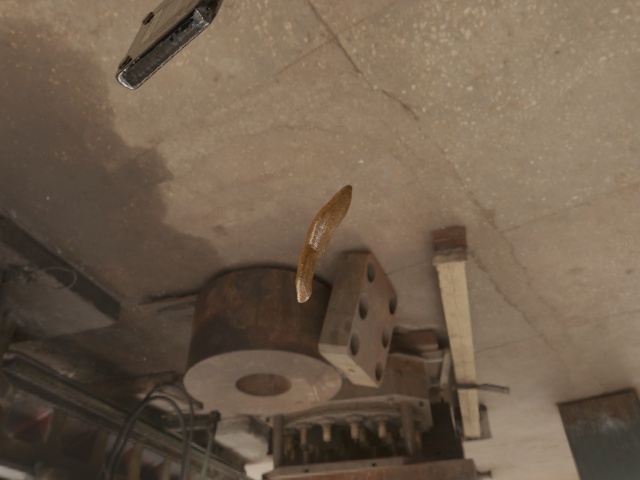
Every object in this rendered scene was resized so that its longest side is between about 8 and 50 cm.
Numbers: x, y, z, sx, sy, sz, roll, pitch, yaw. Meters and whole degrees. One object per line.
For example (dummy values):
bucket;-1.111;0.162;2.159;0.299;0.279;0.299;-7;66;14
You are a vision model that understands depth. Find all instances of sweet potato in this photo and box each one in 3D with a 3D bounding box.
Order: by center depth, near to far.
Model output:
sweet potato;-0.001;-0.001;0.712;0.044;0.179;0.044;26;174;3

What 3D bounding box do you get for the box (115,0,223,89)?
box;-0.135;-0.210;0.481;0.125;0.126;0.027;-27;130;28
